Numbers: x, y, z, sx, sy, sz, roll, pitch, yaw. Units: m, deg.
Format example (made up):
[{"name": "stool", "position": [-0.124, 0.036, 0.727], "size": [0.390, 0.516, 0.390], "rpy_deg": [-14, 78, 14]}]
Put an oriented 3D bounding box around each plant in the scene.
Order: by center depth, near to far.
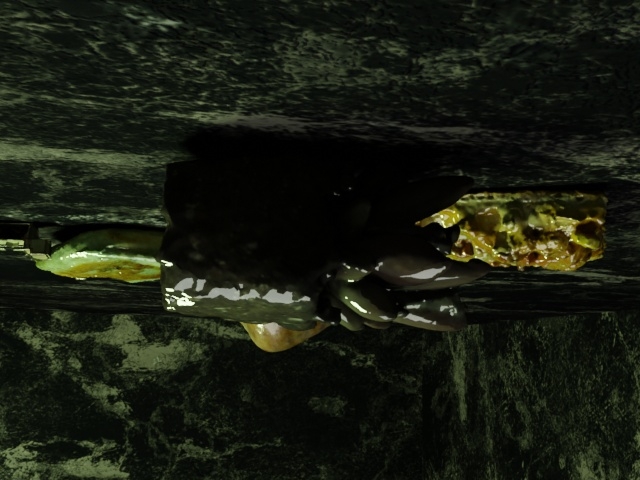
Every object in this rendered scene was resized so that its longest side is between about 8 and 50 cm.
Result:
[{"name": "plant", "position": [0.000, 0.000, 0.796], "size": [0.320, 0.182, 0.194], "rpy_deg": [1, 165, -8]}]

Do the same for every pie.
[{"name": "pie", "position": [-0.327, 0.030, 1.335], "size": [0.302, 0.067, 0.302], "rpy_deg": [1, 170, 0]}]

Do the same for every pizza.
[{"name": "pizza", "position": [0.241, -0.003, 1.038], "size": [0.257, 0.087, 0.268], "rpy_deg": [1, 173, 20]}]

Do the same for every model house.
[{"name": "model house", "position": [-0.460, 0.002, 1.226], "size": [0.083, 0.057, 0.058], "rpy_deg": [1, 166, -10]}]

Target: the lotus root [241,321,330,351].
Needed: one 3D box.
[{"name": "lotus root", "position": [-0.048, 0.008, 0.998], "size": [0.188, 0.199, 0.180], "rpy_deg": [-32, 142, -16]}]
